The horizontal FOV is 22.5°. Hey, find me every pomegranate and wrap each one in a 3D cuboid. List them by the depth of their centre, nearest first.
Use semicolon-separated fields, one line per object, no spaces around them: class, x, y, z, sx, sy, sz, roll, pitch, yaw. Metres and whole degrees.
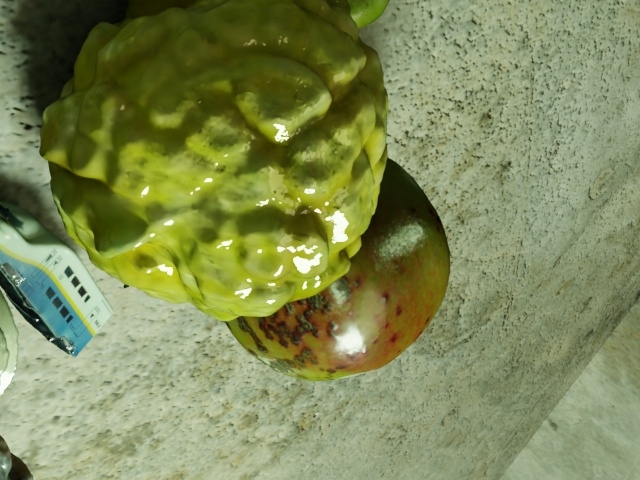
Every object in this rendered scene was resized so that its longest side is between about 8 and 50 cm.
pomegranate;0.011;-0.007;1.270;0.198;0.198;0.246;-22;126;-53

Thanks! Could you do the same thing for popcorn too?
popcorn;-0.061;-0.069;1.010;0.251;0.206;0.236;-80;-179;-64

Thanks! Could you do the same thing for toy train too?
toy train;-0.194;0.010;1.053;0.051;0.052;0.234;-49;159;-14

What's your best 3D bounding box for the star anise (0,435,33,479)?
star anise;-0.264;0.242;1.140;0.230;0.081;0.262;99;10;-48

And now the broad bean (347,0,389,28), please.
broad bean;0.058;-0.208;1.213;0.214;0.048;0.070;-30;152;-38

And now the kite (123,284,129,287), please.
kite;-0.065;-0.042;1.156;0.010;0.183;0.160;45;40;-39

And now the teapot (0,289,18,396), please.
teapot;-0.271;0.087;0.870;0.183;0.183;0.251;-60;169;22
